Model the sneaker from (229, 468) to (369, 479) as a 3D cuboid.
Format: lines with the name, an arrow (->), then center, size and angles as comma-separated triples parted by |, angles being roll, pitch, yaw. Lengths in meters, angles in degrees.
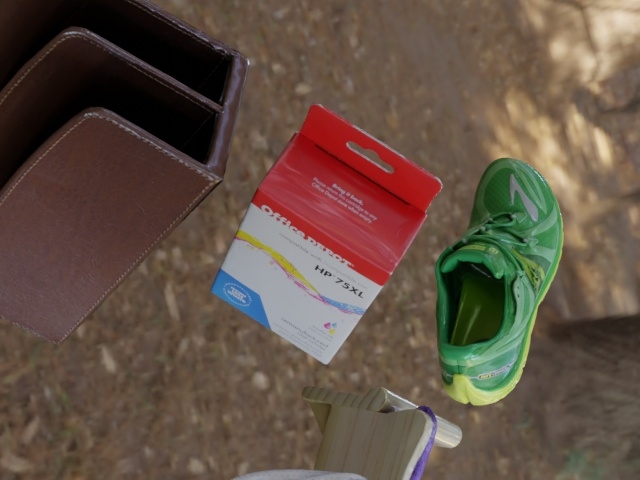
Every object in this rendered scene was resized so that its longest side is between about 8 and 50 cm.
sneaker -> -0.042, 0.213, 0.640 | 0.323, 0.236, 0.130 | 49, 24, -62

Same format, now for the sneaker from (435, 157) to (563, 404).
sneaker -> 0.189, 0.026, 1.268 | 0.123, 0.109, 0.295 | 61, 38, -51

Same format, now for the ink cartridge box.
ink cartridge box -> 0.000, 0.000, 1.040 | 0.134, 0.231, 0.078 | 32, 55, 2

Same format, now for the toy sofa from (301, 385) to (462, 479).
toy sofa -> 0.041, 0.340, 1.218 | 0.150, 0.177, 0.363 | 32, 68, -43

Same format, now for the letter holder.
letter holder -> -0.238, -0.075, 1.041 | 0.214, 0.302, 0.152 | 29, 45, -22
